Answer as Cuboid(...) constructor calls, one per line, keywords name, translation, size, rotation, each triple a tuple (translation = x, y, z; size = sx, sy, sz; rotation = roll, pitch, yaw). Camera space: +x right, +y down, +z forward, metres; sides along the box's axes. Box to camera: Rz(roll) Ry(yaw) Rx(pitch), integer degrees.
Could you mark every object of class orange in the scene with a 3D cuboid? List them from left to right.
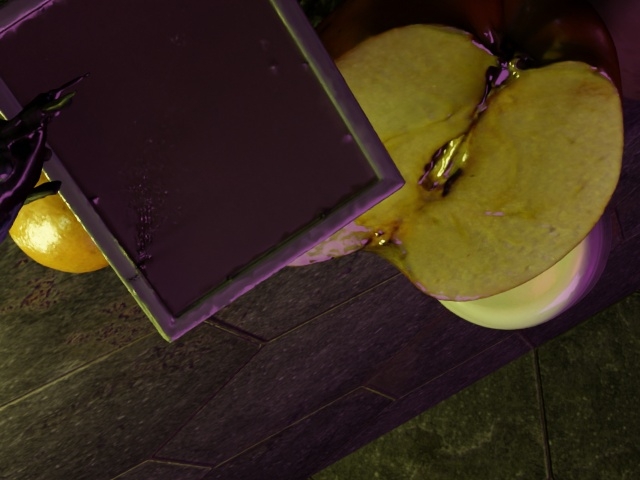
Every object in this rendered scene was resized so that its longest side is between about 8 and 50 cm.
Cuboid(name="orange", translation=(-0.190, -0.050, 1.201), size=(0.156, 0.124, 0.156), rotation=(-37, -158, 18))

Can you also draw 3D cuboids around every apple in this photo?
Cuboid(name="apple", translation=(0.110, -0.096, 1.380), size=(0.329, 0.295, 0.365), rotation=(-30, 158, -41))

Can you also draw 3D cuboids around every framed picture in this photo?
Cuboid(name="framed picture", translation=(-0.099, -0.096, 1.117), size=(0.232, 0.296, 0.019), rotation=(-33, -155, -2))

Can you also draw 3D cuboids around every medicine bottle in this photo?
Cuboid(name="medicine bottle", translation=(0.265, -0.012, 1.964), size=(0.241, 0.241, 0.302), rotation=(-39, 171, 15))

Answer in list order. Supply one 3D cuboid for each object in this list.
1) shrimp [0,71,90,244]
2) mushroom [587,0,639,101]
Cuboid(name="shrimp", translation=(-0.312, -0.005, 1.001), size=(0.410, 0.166, 0.221), rotation=(-48, -179, 27))
Cuboid(name="mushroom", translation=(0.429, -0.268, 1.478), size=(0.362, 0.294, 0.362), rotation=(-31, 161, -12))
